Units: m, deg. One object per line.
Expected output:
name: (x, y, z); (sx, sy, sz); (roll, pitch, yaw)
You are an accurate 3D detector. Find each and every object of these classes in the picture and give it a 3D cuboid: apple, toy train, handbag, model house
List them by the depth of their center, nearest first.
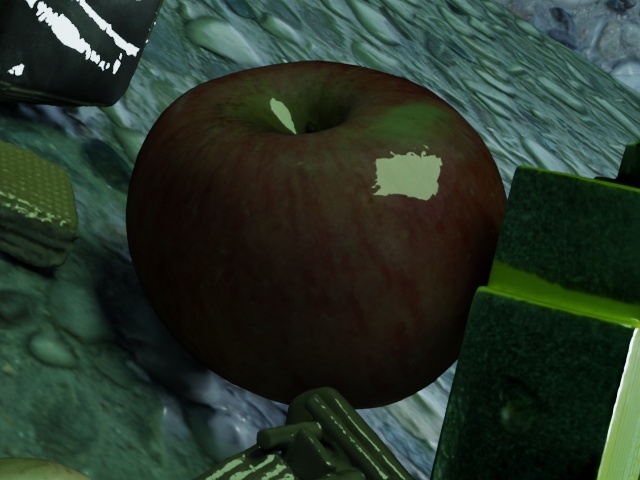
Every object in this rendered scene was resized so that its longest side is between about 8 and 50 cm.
model house: (-0.005, 0.225, 1.024); (0.229, 0.122, 0.188); (50, 27, 21)
toy train: (0.209, 0.128, 1.153); (0.179, 0.442, 0.272); (15, 6, 27)
apple: (0.000, 0.000, 1.236); (0.345, 0.269, 0.345); (-6, 30, 3)
handbag: (-0.296, -0.322, 1.423); (0.240, 0.341, 0.247); (30, 14, 31)

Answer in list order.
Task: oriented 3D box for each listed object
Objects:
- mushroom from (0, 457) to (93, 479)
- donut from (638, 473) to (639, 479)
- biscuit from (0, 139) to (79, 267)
mushroom: (-0.155, 0.232, 0.697); (0.255, 0.184, 0.255); (41, 30, -31)
donut: (0.383, 0.257, 1.619); (0.174, 0.068, 0.174); (30, 22, -13)
biscuit: (-0.317, -0.057, 1.185); (0.239, 0.062, 0.108); (24, 26, -30)
